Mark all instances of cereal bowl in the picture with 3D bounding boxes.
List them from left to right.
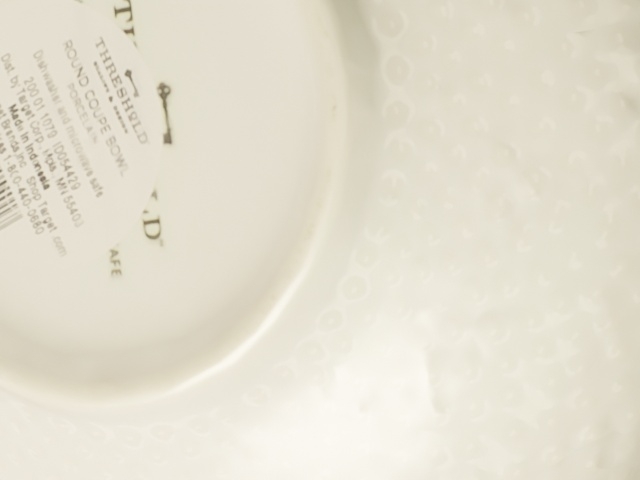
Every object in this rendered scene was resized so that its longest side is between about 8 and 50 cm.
[{"bbox_3d":[-0.032,-0.036,0.560,0.339,0.339,0.141,-42,166,22],"label":"cereal bowl"}]
